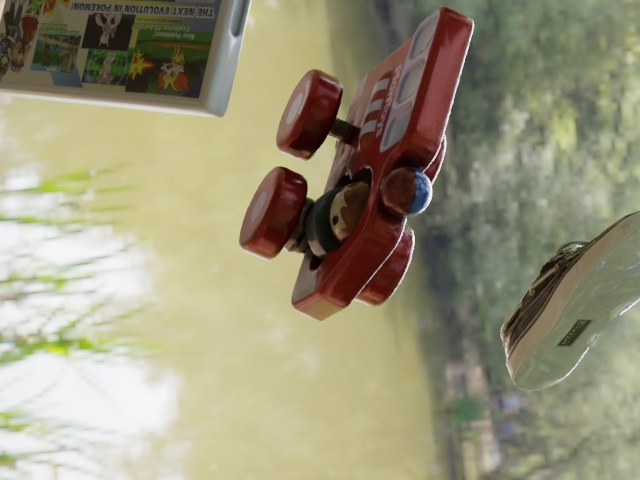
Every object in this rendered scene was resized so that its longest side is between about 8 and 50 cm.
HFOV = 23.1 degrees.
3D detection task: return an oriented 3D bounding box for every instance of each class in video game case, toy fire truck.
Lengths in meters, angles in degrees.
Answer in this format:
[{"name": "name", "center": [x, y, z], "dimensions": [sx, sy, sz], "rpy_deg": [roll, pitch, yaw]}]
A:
[{"name": "video game case", "center": [-0.190, -0.282, 1.577], "dimensions": [0.036, 0.329, 0.300], "rpy_deg": [18, 83, -51]}, {"name": "toy fire truck", "center": [0.054, -0.075, 1.630], "dimensions": [0.254, 0.169, 0.302], "rpy_deg": [-37, -148, 62]}]

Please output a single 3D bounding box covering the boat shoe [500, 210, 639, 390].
[{"name": "boat shoe", "center": [0.215, 0.037, 1.320], "dimensions": [0.219, 0.077, 0.070], "rpy_deg": [-54, -141, 40]}]
